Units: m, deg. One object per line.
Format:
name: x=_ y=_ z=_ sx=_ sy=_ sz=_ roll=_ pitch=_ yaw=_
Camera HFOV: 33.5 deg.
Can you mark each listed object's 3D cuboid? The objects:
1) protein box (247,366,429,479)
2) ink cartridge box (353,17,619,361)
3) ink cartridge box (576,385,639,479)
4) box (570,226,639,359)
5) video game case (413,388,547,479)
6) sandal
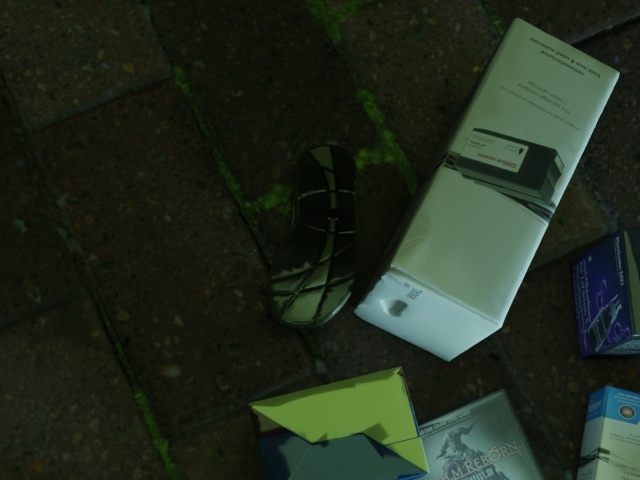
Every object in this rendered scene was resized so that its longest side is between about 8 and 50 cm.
protein box: x=0.026 y=0.262 z=1.378 sx=0.200 sy=0.201 sz=0.136 roll=-14 pitch=76 yaw=0
ink cartridge box: x=0.220 y=-0.056 z=1.463 sx=0.166 sy=0.285 sz=0.395 roll=28 pitch=73 yaw=2
ink cartridge box: x=0.441 y=0.322 z=1.481 sx=0.148 sy=0.086 sz=0.203 roll=15 pitch=73 yaw=-1
box: x=0.441 y=0.078 z=1.489 sx=0.108 sy=0.207 sz=0.153 roll=0 pitch=74 yaw=-7
video game case: x=0.226 y=0.369 z=1.476 sx=0.196 sy=0.026 sz=0.274 roll=-21 pitch=78 yaw=-12
sandal: x=0.002 y=-0.001 z=1.534 sx=0.120 sy=0.086 sz=0.303 roll=10 pitch=58 yaw=2
